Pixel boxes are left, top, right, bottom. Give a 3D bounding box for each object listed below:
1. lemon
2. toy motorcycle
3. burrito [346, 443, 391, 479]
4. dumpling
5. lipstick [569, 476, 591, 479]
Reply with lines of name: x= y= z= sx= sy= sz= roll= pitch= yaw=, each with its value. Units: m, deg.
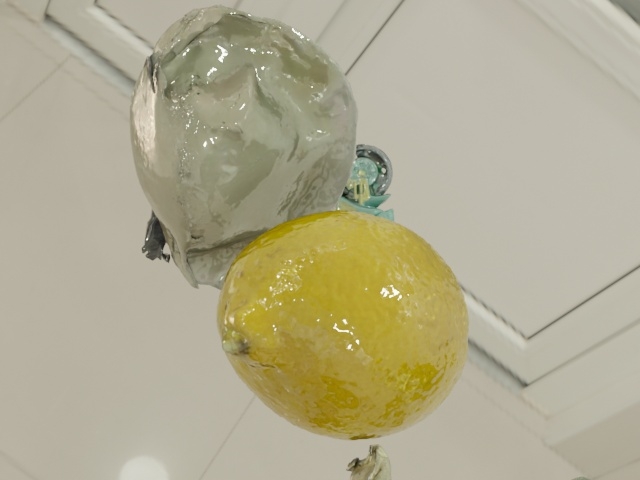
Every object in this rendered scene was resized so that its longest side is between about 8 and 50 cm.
lemon: x=0.019 y=0.065 z=0.853 sx=0.244 sy=0.187 sz=0.186 roll=10 pitch=58 yaw=-44
toy motorcycle: x=-0.002 y=0.001 z=1.592 sx=0.297 sy=0.109 sz=0.198 roll=-28 pitch=86 yaw=7
burrito: x=0.051 y=0.272 z=1.068 sx=0.042 sy=0.051 sz=0.171 roll=24 pitch=31 yaw=-12
dumpling: x=-0.090 y=-0.095 z=1.069 sx=0.205 sy=0.292 sz=0.163 roll=-25 pitch=33 yaw=-35
lipstick: x=0.371 y=0.408 z=1.601 sx=0.057 sy=0.186 sz=0.063 roll=-19 pitch=63 yaw=-8
